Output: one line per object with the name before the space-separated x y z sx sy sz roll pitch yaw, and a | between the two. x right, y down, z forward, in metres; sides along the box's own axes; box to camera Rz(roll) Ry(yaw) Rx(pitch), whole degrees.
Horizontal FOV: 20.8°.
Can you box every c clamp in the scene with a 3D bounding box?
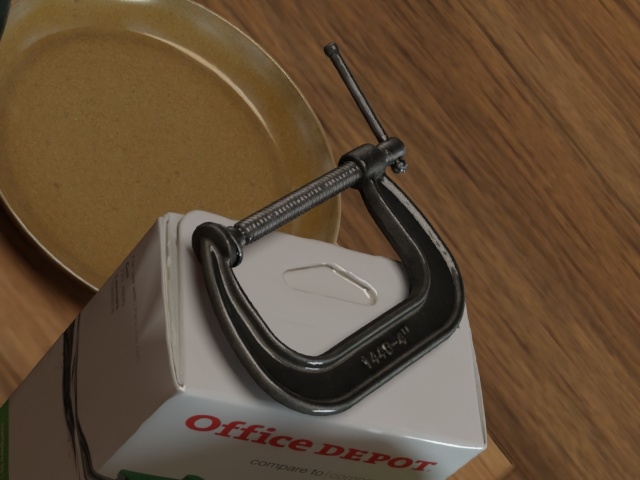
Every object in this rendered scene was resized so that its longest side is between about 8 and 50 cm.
c clamp | 0.000 0.000 0.753 0.137 0.022 0.161 53 44 -1

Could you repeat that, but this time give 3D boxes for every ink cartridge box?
ink cartridge box | -0.049 0.093 0.818 0.160 0.219 0.092 13 52 -28

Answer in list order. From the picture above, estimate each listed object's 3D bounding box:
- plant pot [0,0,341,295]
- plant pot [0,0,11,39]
plant pot | -0.096 -0.049 1.018 0.236 0.032 0.236 18 50 -24
plant pot | -0.295 -0.221 0.852 0.255 0.271 0.271 -2 61 -20
